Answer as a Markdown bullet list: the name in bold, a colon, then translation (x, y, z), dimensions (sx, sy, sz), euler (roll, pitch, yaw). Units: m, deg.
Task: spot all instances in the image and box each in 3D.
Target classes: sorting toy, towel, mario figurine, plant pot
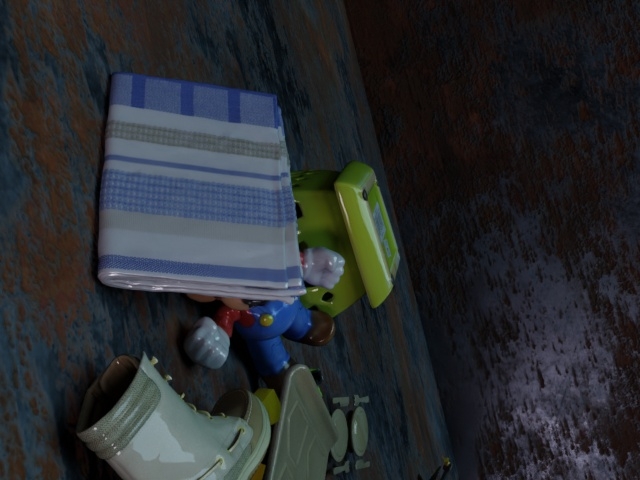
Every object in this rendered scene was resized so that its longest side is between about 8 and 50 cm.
- **sorting toy**: translation (-0.047, 0.271, 0.952), dimensions (0.307, 0.041, 0.229), euler (70, 27, -46)
- **towel**: translation (-0.129, -0.063, 0.850), dimensions (0.034, 0.209, 0.285), euler (119, -30, -50)
- **mario figurine**: translation (-0.060, 0.081, 0.968), dimensions (0.320, 0.170, 0.198), euler (61, 21, -51)
- **plant pot**: translation (0.000, 0.000, 1.218), dimensions (0.228, 0.207, 0.227), euler (-56, 130, -72)

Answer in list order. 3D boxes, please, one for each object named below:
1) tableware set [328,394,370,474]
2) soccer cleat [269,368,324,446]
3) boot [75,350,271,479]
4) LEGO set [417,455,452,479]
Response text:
- **tableware set**: translation (0.037, 0.333, 1.366), dimensions (0.194, 0.039, 0.128), euler (25, 62, -65)
- **soccer cleat**: translation (-0.037, 0.227, 1.099), dimensions (0.179, 0.072, 0.060), euler (-68, 140, -69)
- **boot**: translation (-0.129, 0.163, 0.725), dimensions (0.165, 0.077, 0.213), euler (54, 21, -15)
- **LEGO set**: translation (0.145, 0.460, 1.039), dimensions (0.331, 0.192, 0.255), euler (-81, -163, -81)
